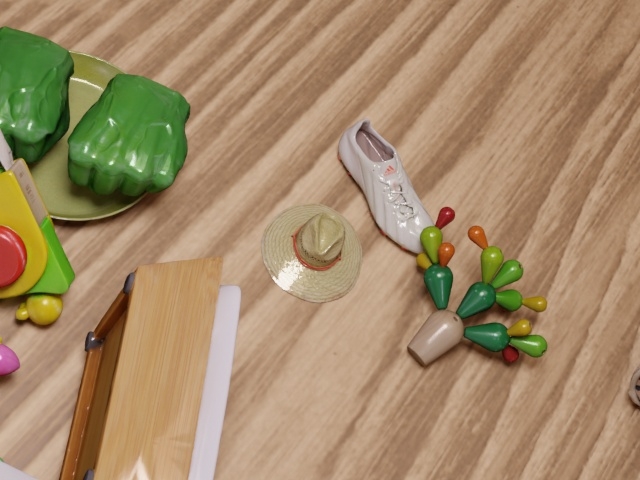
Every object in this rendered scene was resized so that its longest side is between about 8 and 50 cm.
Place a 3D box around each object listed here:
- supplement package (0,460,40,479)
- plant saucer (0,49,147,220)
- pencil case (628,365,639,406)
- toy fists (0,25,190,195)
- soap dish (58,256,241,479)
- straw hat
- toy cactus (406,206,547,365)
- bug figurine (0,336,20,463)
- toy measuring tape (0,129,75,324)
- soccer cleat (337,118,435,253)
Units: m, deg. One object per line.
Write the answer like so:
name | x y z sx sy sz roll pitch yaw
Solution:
supplement package | -0.342 0.286 0.999 0.203 0.149 0.194 32 33 -22
plant saucer | -0.308 -0.123 1.435 0.241 0.037 0.241 10 60 -17
pencil case | 0.583 0.101 1.584 0.183 0.160 0.410 17 47 35
toy fists | -0.291 -0.136 1.373 0.279 0.096 0.142 22 50 -8
soap dish | -0.183 0.181 1.201 0.118 0.229 0.291 18 58 -18
straw hat | 0.000 0.000 1.476 0.144 0.061 0.145 10 60 -17
toy cactus | 0.179 0.083 1.490 0.180 0.112 0.219 -41 96 -12
bug figurine | -0.415 0.157 1.196 0.216 0.072 0.279 18 57 -29
toy measuring tape | -0.373 -0.051 1.281 0.121 0.121 0.330 -32 109 -32
soccer cleat | 0.090 -0.069 1.540 0.068 0.076 0.196 -28 76 -31
